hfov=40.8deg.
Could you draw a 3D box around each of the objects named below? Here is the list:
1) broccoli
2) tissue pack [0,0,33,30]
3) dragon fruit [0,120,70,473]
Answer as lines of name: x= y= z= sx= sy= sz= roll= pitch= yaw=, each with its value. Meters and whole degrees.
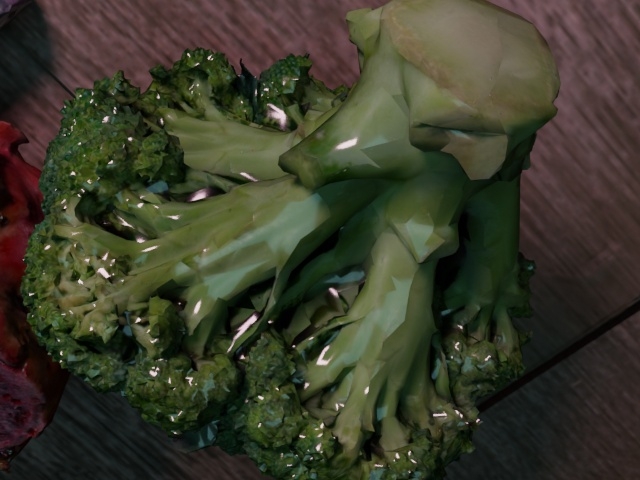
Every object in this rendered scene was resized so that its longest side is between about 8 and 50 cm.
broccoli: x=0.000 y=0.000 z=0.409 sx=0.270 sy=0.270 sz=0.270 roll=31 pitch=139 yaw=-9
tissue pack: x=-0.256 y=-0.159 z=0.479 sx=0.112 sy=0.051 sz=0.156 roll=-35 pitch=107 yaw=18
dragon fruit: x=-0.230 y=0.012 z=0.495 sx=0.211 sy=0.147 sz=0.282 roll=-4 pitch=134 yaw=16
